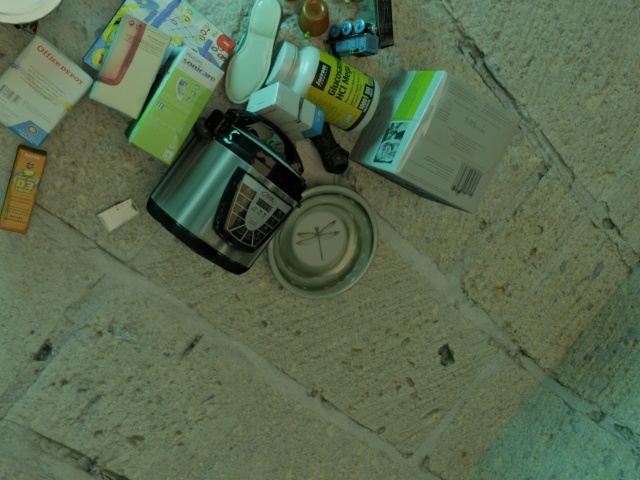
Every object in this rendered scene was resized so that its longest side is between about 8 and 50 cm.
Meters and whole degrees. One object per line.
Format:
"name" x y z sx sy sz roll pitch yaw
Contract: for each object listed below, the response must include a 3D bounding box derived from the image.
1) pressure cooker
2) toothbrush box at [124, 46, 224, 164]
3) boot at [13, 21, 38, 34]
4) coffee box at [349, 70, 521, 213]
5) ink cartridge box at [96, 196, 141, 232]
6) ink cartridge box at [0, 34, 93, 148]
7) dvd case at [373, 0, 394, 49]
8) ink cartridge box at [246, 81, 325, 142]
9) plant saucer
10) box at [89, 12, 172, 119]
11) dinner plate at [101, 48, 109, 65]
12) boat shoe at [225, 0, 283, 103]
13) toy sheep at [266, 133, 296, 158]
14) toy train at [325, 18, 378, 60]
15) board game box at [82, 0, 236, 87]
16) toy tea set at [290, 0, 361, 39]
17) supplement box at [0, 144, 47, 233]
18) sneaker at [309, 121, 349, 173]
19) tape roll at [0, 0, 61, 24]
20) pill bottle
"pressure cooker" -0.251 -0.161 1.771 0.375 0.370 0.420 37 89 4
"toothbrush box" -0.397 -0.364 1.635 0.122 0.206 0.283 31 93 -27
"boot" -0.858 -0.571 1.519 0.284 0.138 0.378 10 97 -25
"coffee box" 0.361 -0.325 1.992 0.337 0.334 0.338 24 94 -26
"ink cartridge box" -0.603 -0.080 1.834 0.115 0.029 0.063 -30 115 -13
"ink cartridge box" -0.736 -0.391 1.601 0.171 0.168 0.233 41 88 -27
"dvd case" 0.196 -0.718 1.916 0.018 0.164 0.222 3 112 22
"ink cartridge box" -0.103 -0.372 1.806 0.190 0.139 0.082 27 66 -39
"plant saucer" 0.000 0.000 2.073 0.400 0.100 0.401 -6 108 -20
"box" -0.493 -0.449 1.581 0.126 0.148 0.233 23 97 -25
"dinner plate" -0.518 -0.466 1.659 0.141 0.017 0.141 -6 109 -19
"boat shoe" -0.190 -0.558 1.811 0.116 0.099 0.320 22 110 -4
"toy sheep" -0.119 -0.303 1.937 0.091 0.091 0.132 -25 131 -14
"toy train" 0.097 -0.613 1.878 0.080 0.184 0.105 -2 97 -47
"board game box" -0.450 -0.531 1.725 0.308 0.086 0.302 35 91 -28
"toy tea set" 0.033 -0.761 1.865 0.336 0.124 0.200 -31 86 -8
"supplement box" -0.825 -0.142 1.695 0.078 0.080 0.234 14 98 -28
"sneaker" 0.027 -0.311 1.973 0.087 0.130 0.228 -31 113 -13
"tape roll" -0.728 -0.647 1.414 0.286 0.100 0.286 -8 111 -20
"pill bottle" 0.001 -0.474 1.875 0.333 0.188 0.188 20 98 -27
